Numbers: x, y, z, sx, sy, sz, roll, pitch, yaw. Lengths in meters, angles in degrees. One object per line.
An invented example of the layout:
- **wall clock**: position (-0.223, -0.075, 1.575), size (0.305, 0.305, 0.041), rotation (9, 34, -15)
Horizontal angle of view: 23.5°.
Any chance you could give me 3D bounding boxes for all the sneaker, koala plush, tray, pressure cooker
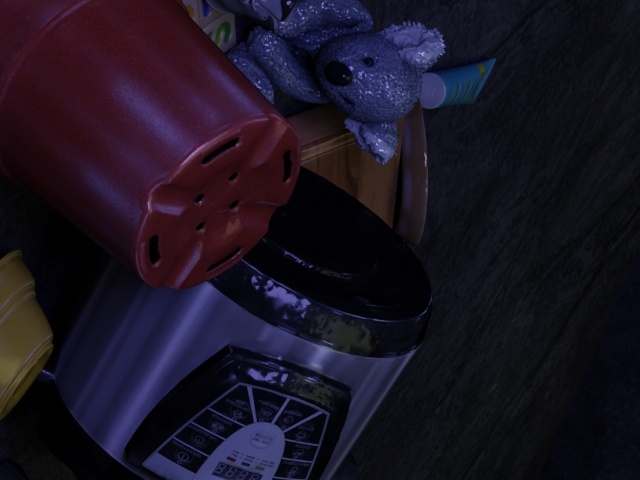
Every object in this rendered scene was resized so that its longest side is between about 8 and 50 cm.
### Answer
- **sneaker**: position (-0.085, -0.288, 1.612), size (0.086, 0.132, 0.229), rotation (-59, 154, -2)
- **koala plush**: position (0.029, -0.211, 1.802), size (0.203, 0.221, 0.196), rotation (-8, 124, -64)
- **tray**: position (0.000, 0.000, 2.091), size (0.203, 0.076, 0.410), rotation (-23, 138, -26)
- **pressure cooker**: position (-0.111, 0.145, 1.755), size (0.375, 0.370, 0.420), rotation (-9, 136, -58)

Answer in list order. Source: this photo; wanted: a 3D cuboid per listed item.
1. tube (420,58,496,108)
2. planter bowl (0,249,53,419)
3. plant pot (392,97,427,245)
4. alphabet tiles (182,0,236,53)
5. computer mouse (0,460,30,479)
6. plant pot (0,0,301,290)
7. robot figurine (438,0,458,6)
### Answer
- **tube**: position (0.204, -0.231, 2.298), size (0.080, 0.052, 0.207), rotation (-58, 162, 24)
- **planter bowl**: position (-0.339, 0.123, 1.581), size (0.217, 0.090, 0.217), rotation (-54, 179, -1)
- **plant pot**: position (0.111, -0.109, 2.126), size (0.032, 0.236, 0.236), rotation (-3, 134, -6)
- **alphabet tiles**: position (-0.175, -0.265, 1.643), size (0.342, 0.011, 0.285), rotation (-41, 149, -32)
- **computer mouse**: position (-0.343, 0.341, 1.927), size (0.184, 0.060, 0.262), rotation (-44, 150, -26)
- **plant pot**: position (-0.175, -0.108, 1.474), size (0.272, 0.265, 0.272), rotation (-36, 151, -23)
- **robot figurine**: position (0.200, -0.436, 1.928), size (0.085, 0.211, 0.291), rotation (25, 115, -25)
